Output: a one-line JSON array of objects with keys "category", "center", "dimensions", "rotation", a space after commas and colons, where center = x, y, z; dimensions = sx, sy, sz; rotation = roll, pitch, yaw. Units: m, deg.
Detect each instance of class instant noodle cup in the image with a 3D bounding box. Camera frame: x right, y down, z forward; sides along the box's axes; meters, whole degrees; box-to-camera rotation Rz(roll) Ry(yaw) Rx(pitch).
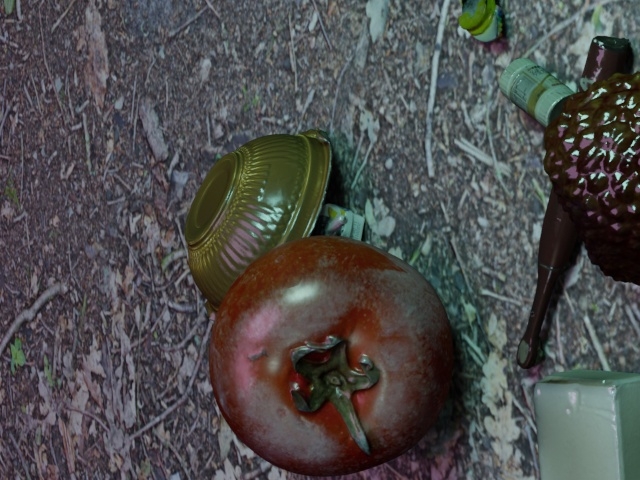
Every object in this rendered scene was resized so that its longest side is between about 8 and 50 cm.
[{"category": "instant noodle cup", "center": [-0.095, -0.034, 2.074], "dimensions": [0.274, 0.091, 0.274], "rotation": [-49, 25, 32]}]

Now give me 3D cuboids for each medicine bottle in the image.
[{"category": "medicine bottle", "center": [0.221, -0.145, 1.725], "dimensions": [0.083, 0.047, 0.047], "rotation": [45, 130, 45]}]

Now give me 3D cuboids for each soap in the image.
[{"category": "soap", "center": [0.271, 0.221, 1.679], "dimensions": [0.121, 0.064, 0.183], "rotation": [-1, 93, 56]}]

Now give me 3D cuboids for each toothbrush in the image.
[{"category": "toothbrush", "center": [0.245, -0.030, 1.710], "dimensions": [0.041, 0.041, 0.364], "rotation": [40, 127, 48]}]

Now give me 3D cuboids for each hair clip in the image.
[{"category": "hair clip", "center": [0.155, -0.293, 1.820], "dimensions": [0.060, 0.033, 0.188], "rotation": [-31, 71, 56]}]

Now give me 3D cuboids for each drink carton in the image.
[{"category": "drink carton", "center": [0.000, 0.000, 2.052], "dimensions": [0.200, 0.074, 0.084], "rotation": [-15, 57, 56]}]

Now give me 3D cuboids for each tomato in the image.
[{"category": "tomato", "center": [0.009, 0.125, 1.897], "dimensions": [0.227, 0.270, 0.270], "rotation": [-100, 15, -75]}]

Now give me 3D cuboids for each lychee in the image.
[{"category": "lychee", "center": [0.294, -0.065, 1.520], "dimensions": [0.188, 0.188, 0.188], "rotation": [11, 103, 56]}]
